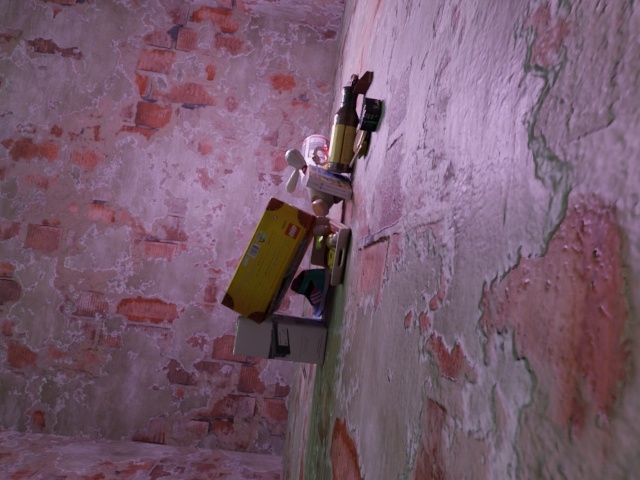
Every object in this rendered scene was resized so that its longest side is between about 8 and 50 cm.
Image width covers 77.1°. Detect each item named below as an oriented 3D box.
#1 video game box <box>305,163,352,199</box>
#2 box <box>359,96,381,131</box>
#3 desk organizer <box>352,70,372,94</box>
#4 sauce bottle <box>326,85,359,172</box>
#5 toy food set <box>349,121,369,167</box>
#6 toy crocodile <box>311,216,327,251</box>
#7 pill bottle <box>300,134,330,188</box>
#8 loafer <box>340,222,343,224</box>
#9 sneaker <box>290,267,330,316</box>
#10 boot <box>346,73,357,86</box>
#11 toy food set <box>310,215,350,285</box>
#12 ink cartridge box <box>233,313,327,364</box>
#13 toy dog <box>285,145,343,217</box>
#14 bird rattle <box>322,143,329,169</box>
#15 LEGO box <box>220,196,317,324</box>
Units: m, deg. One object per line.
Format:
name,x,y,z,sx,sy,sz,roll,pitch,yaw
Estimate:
video game box,0.032,-0.244,1.652,0.205,0.186,0.048,-94,20,-65
box,0.156,-0.394,1.261,0.083,0.052,0.062,103,172,-58
desk organizer,0.160,-0.606,1.545,0.130,0.050,0.047,-179,97,-85
sauce bottle,0.102,-0.452,1.659,0.111,0.111,0.345,-120,40,-82
toy food set,0.150,-0.357,1.409,0.132,0.038,0.192,122,162,-60
toy crocodile,0.000,0.000,2.109,0.341,0.105,0.115,105,172,-57
pill bottle,-0.030,-0.509,2.651,0.210,0.210,0.363,104,172,-51
loafer,0.076,-0.014,1.705,0.045,0.039,0.125,12,99,52
sneaker,-0.058,0.251,1.953,0.124,0.178,0.296,-90,9,-56
boot,0.150,-0.747,1.944,0.087,0.042,0.119,-91,10,-50
toy food set,0.025,0.032,1.615,0.306,0.092,0.220,-140,57,-70
ink cartridge box,-0.184,0.437,1.847,0.285,0.394,0.167,152,125,-84
toy dog,-0.045,-0.247,1.825,0.161,0.220,0.334,-35,73,55
bird rattle,0.057,-0.443,2.339,0.254,0.143,0.207,-69,18,4
LEGO box,-0.204,0.080,1.802,0.501,0.193,0.372,-64,-6,3
